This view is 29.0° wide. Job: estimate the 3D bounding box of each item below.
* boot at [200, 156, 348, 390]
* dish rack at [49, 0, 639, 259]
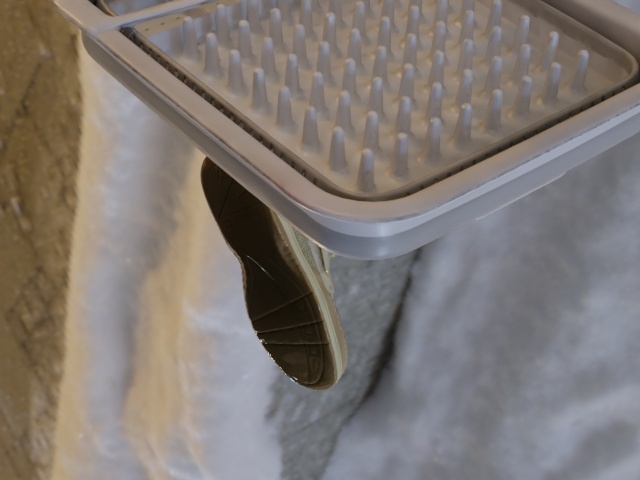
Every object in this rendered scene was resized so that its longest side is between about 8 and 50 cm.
[{"bbox_3d":[0.000,0.000,1.025,0.077,0.165,0.213,-14,103,38],"label":"boot"},{"bbox_3d":[0.023,-0.113,0.770,0.333,0.286,0.072,39,142,37],"label":"dish rack"}]
